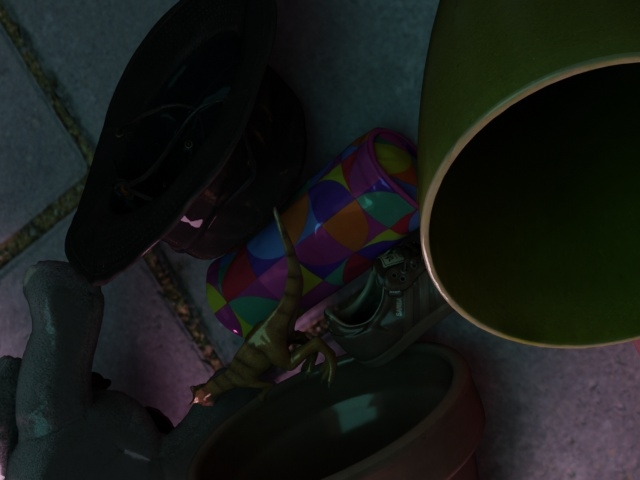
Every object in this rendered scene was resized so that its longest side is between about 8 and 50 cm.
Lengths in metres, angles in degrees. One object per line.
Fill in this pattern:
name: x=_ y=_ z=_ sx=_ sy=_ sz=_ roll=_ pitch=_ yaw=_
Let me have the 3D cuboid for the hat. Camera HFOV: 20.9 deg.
hat: x=-0.089 y=-0.085 z=1.540 sx=0.134 sy=0.331 sz=0.331 roll=29 pitch=118 yaw=-24

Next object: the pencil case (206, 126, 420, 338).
pencil case: x=0.000 y=0.000 z=1.555 sx=0.236 sy=0.104 sz=0.104 roll=-39 pitch=80 yaw=29

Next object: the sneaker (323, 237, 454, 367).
sneaker: x=0.085 y=0.030 z=1.499 sx=0.188 sy=0.066 sz=0.071 roll=-46 pitch=118 yaw=8

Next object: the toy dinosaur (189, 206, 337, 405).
toy dinosaur: x=-0.039 y=0.085 z=1.513 sx=0.211 sy=0.112 sz=0.064 roll=-57 pitch=31 yaw=24

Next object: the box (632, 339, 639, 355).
box: x=0.361 y=0.116 z=1.365 sx=0.148 sy=0.127 sz=0.232 roll=-28 pitch=85 yaw=28

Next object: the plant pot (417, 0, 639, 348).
plant pot: x=0.187 y=-0.118 z=1.319 sx=0.275 sy=0.275 sz=0.293 roll=-42 pitch=36 yaw=27

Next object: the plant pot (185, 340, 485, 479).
plant pot: x=0.047 y=0.247 z=1.509 sx=0.263 sy=0.263 sz=0.229 roll=-15 pitch=110 yaw=29

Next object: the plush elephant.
plush elephant: x=-0.231 y=0.223 z=1.647 sx=0.255 sy=0.272 sz=0.330 roll=-17 pitch=52 yaw=63
